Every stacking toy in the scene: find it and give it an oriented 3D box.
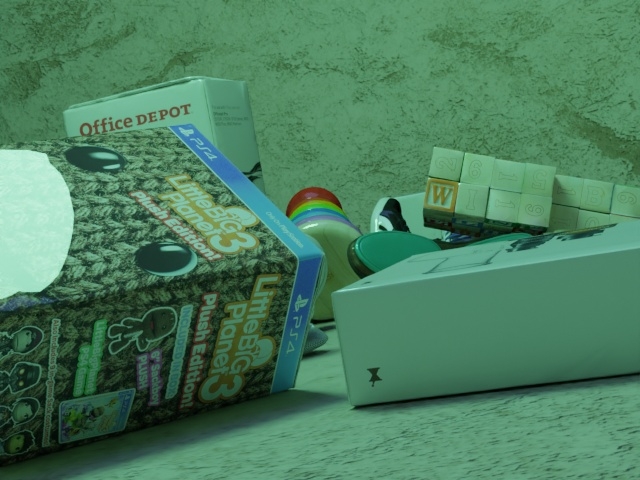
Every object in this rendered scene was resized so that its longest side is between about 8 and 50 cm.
[{"bbox_3d":[0.000,0.000,1.748,0.141,0.141,0.330,-10,16,1],"label":"stacking toy"}]

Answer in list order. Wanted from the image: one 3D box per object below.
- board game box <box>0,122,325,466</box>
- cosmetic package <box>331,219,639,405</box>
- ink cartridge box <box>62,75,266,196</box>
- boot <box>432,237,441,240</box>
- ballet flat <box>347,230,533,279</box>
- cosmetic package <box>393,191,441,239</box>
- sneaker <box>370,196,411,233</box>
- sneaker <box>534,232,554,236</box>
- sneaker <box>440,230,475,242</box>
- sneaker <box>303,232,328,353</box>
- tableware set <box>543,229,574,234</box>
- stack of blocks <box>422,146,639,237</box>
[{"bbox_3d":[-0.186,0.031,0.988,0.291,0.141,0.232,-11,38,-35],"label":"board game box"},{"bbox_3d":[0.229,0.040,0.953,0.377,0.097,0.284,-9,4,16],"label":"cosmetic package"},{"bbox_3d":[-0.247,-0.057,2.038,0.285,0.395,0.166,-9,2,25],"label":"ink cartridge box"},{"bbox_3d":[0.094,0.056,1.997,0.208,0.076,0.189,-16,-2,36],"label":"boot"},{"bbox_3d":[0.145,0.046,1.433,0.280,0.095,0.096,1,-39,-28],"label":"ballet flat"},{"bbox_3d":[0.227,-0.017,2.136,0.183,0.152,0.151,-10,0,1],"label":"cosmetic package"},{"bbox_3d":[0.134,0.015,1.761,0.121,0.079,0.217,-4,40,15],"label":"sneaker"},{"bbox_3d":[0.271,0.033,1.628,0.169,0.068,0.071,-7,-12,-16],"label":"sneaker"},{"bbox_3d":[0.217,0.002,1.881,0.111,0.131,0.296,-7,3,13],"label":"sneaker"},{"bbox_3d":[-0.057,0.062,1.361,0.210,0.137,0.366,-7,7,37],"label":"sneaker"},{"bbox_3d":[0.337,0.020,1.439,0.168,0.020,0.141,19,17,29],"label":"tableware set"},{"bbox_3d":[0.297,-0.048,1.704,0.297,0.087,0.171,10,-8,6],"label":"stack of blocks"}]
